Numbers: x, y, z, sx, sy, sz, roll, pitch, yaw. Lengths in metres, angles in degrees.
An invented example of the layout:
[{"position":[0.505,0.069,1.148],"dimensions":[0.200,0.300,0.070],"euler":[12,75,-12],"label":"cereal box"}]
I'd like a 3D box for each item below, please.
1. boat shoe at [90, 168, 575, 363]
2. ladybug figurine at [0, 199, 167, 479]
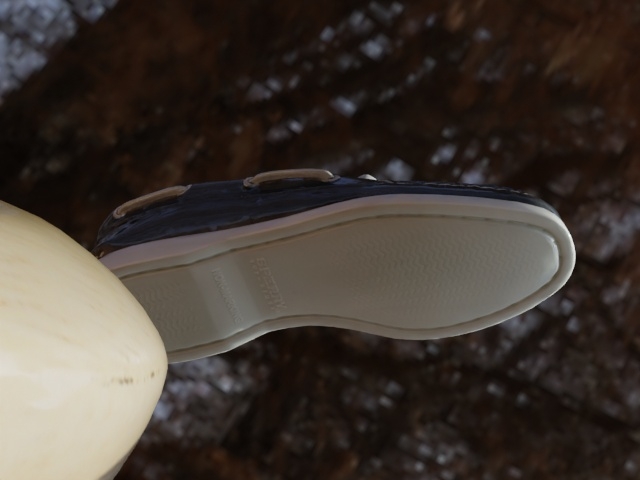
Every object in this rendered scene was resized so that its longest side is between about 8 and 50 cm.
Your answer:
[{"position":[0.000,0.000,1.123],"dimensions":[0.303,0.091,0.114],"euler":[-4,-51,7],"label":"boat shoe"},{"position":[-0.221,0.033,0.478],"dimensions":[0.305,0.162,0.449],"euler":[17,0,34],"label":"ladybug figurine"}]
